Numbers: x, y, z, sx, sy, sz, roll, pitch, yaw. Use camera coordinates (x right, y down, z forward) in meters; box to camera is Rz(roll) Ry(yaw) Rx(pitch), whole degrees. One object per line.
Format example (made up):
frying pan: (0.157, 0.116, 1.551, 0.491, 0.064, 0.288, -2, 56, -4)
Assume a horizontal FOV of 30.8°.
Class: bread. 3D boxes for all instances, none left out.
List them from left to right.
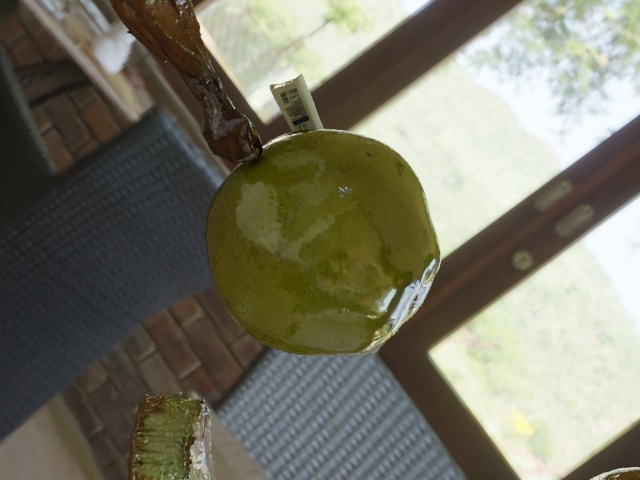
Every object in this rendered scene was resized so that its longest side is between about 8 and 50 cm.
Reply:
bread: (-0.147, 0.213, 1.132, 0.140, 0.069, 0.128, -78, 173, -68)

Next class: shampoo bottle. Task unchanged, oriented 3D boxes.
shampoo bottle: (-0.020, -0.150, 1.551, 0.034, 0.049, 0.141, -64, 133, -69)

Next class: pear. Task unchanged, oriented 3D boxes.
pear: (0.000, 0.000, 1.437, 0.294, 0.294, 0.294, 53, 2, -3)

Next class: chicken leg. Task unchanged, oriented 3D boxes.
chicken leg: (-0.159, -0.222, 1.365, 0.304, 0.093, 0.113, 60, -25, 0)

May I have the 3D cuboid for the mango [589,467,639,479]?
mango: (0.242, 0.265, 0.751, 0.156, 0.114, 0.251, 104, -36, -57)
